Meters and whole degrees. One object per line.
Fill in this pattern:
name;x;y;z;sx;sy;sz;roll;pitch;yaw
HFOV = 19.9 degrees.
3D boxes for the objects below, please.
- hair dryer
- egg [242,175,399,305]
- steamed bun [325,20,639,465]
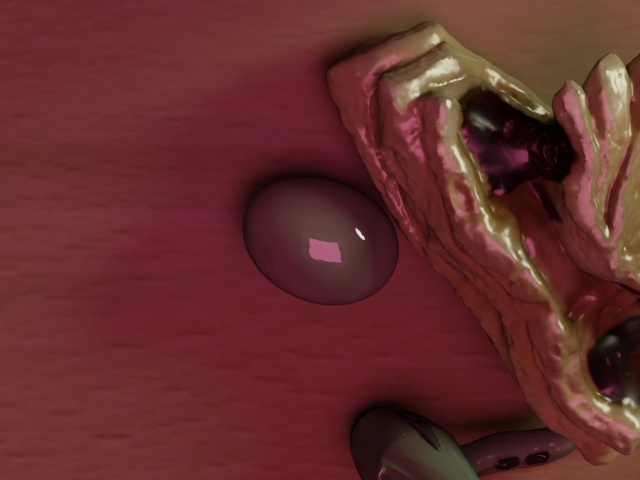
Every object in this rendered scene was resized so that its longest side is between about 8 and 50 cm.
hair dryer;0.172;0.210;1.563;0.267;0.229;0.092;-2;114;-10
egg;0.000;0.000;1.508;0.135;0.103;0.103;20;108;-15
steamed bun;0.221;-0.022;1.495;0.247;0.189;0.428;-39;109;-17
